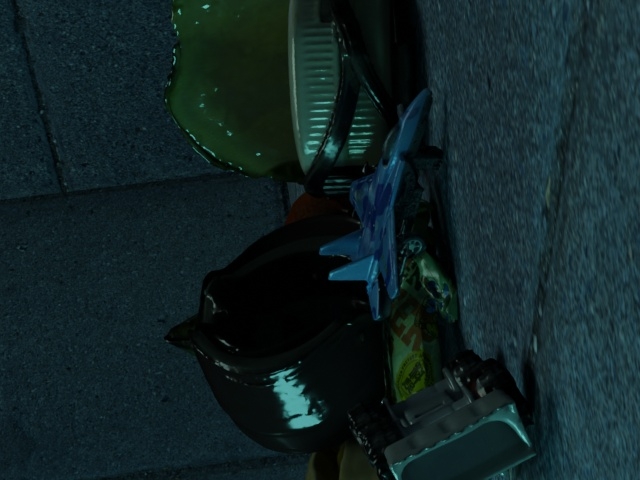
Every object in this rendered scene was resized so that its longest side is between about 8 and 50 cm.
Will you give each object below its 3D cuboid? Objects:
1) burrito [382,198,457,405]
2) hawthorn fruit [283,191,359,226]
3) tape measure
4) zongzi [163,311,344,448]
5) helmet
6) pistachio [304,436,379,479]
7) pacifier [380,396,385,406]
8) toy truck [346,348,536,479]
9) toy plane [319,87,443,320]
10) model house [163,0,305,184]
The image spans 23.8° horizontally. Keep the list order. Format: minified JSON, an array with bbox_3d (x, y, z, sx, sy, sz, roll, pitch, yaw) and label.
[{"bbox_3d":[0.102,0.072,1.529,0.104,0.054,0.288,-42,41,50],"label":"burrito"},{"bbox_3d":[0.000,0.000,1.911,0.285,0.165,0.165,180,83,-67],"label":"hawthorn fruit"},{"bbox_3d":[0.037,-0.148,1.628,0.231,0.133,0.271,-77,-13,-74],"label":"tape measure"},{"bbox_3d":[0.009,0.215,2.245,0.383,0.319,0.362,45,-156,-64],"label":"zongzi"},{"bbox_3d":[-0.009,0.113,1.672,0.305,0.225,0.177,-58,-44,-57],"label":"helmet"},{"bbox_3d":[0.073,0.301,1.631,0.299,0.188,0.187,-86,-8,-62],"label":"pistachio"},{"bbox_3d":[0.003,0.166,1.957,0.226,0.238,0.287,-51,26,15],"label":"pacifier"},{"bbox_3d":[0.106,0.165,1.231,0.111,0.136,0.286,62,179,-1],"label":"toy truck"},{"bbox_3d":[0.074,-0.047,1.493,0.246,0.078,0.169,-64,29,32],"label":"toy plane"},{"bbox_3d":[-0.059,-0.272,1.874,0.266,0.261,0.321,-94,5,-52],"label":"model house"}]
